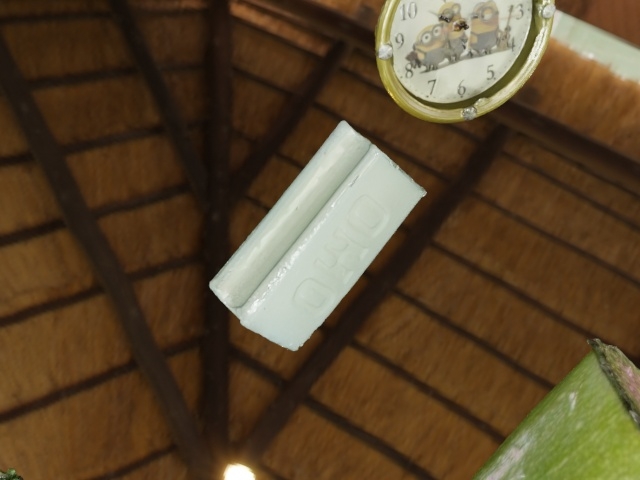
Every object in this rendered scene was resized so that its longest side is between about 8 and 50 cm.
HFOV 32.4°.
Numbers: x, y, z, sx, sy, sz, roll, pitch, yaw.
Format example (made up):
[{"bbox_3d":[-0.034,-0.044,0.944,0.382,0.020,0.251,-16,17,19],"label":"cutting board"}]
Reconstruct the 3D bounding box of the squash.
[{"bbox_3d":[0.210,0.289,0.893,0.310,0.309,0.310,45,-168,-13],"label":"squash"}]

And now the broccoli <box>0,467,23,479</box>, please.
[{"bbox_3d":[-0.316,0.313,1.041,0.194,0.219,0.194,6,-166,-1],"label":"broccoli"}]

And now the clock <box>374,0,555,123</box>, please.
[{"bbox_3d":[0.162,-0.252,1.288,0.237,0.237,0.057,9,-155,-29],"label":"clock"}]

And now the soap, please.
[{"bbox_3d":[0.000,0.000,1.010,0.063,0.198,0.114,42,-175,34],"label":"soap"}]
